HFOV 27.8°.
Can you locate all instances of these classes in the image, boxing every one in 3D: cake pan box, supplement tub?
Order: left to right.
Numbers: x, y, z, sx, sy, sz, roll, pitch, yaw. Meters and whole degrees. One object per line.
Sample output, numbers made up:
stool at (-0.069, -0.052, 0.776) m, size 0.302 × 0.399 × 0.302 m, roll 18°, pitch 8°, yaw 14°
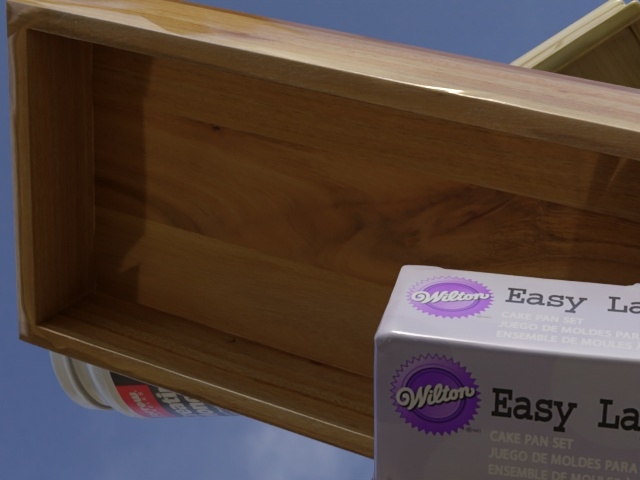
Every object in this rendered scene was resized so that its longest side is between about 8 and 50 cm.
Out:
supplement tub at (-0.135, 0.096, 1.397) m, size 0.272 × 0.191 × 0.191 m, roll -5°, pitch -53°, yaw 24°
cake pan box at (0.144, 0.141, 0.528) m, size 0.266 × 0.070 × 0.246 m, roll 6°, pitch -68°, yaw 12°

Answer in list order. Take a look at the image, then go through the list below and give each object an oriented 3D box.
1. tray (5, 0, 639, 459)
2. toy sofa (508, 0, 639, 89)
tray at (0.026, 0.004, 0.660) m, size 0.076 × 0.410 × 0.203 m, roll -37°, pitch -44°, yaw -56°
toy sofa at (0.310, -0.035, 1.190) m, size 0.150 × 0.177 × 0.363 m, roll -33°, pitch -88°, yaw 10°
